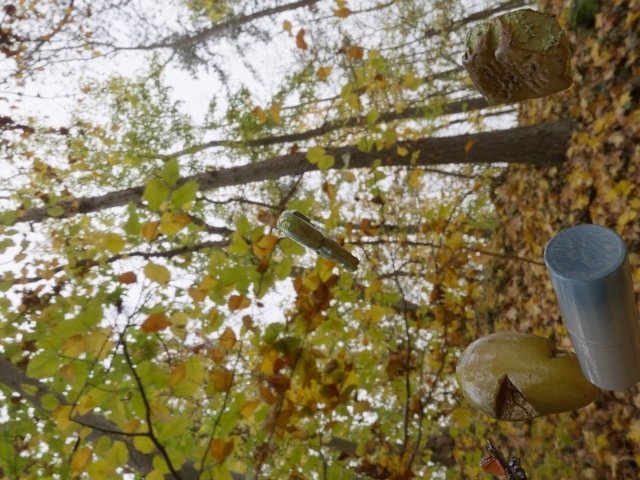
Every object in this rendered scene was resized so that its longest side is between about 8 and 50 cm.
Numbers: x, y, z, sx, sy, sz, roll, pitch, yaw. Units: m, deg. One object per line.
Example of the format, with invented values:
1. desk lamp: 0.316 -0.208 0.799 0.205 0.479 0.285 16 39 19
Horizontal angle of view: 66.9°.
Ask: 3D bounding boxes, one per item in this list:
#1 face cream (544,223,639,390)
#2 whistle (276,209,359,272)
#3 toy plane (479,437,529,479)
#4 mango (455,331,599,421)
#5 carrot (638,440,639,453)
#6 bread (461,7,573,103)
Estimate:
1. face cream: 0.322 0.086 0.559 0.250 0.077 0.077 50 -136 -39
2. whistle: 0.000 0.000 1.005 0.198 0.104 0.057 31 -88 -17
3. toy plane: 0.379 0.461 0.909 0.062 0.188 0.135 -49 -19 8
4. mango: 0.392 0.266 0.944 0.130 0.262 0.167 38 -130 -36
5. carrot: 0.563 0.407 0.789 0.036 0.036 0.165 40 -142 -50
6. bread: 0.272 -0.249 0.663 0.140 0.128 0.069 27 -114 -44
